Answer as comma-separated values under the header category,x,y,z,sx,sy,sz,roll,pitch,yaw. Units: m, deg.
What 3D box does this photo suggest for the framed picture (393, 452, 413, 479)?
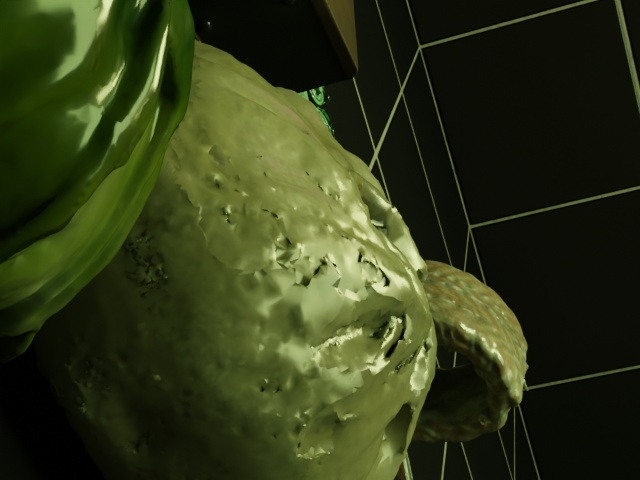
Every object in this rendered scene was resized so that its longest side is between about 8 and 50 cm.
category,x,y,z,sx,sy,sz,roll,pitch,yaw
framed picture,0.099,0.323,1.536,0.216,0.016,0.273,20,58,-74

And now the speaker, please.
category,x,y,z,sx,sy,sz,roll,pitch,yaw
speaker,-0.058,-0.286,1.206,0.192,0.153,0.231,59,22,-49

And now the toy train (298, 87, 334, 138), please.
category,x,y,z,sx,sy,sz,roll,pitch,yaw
toy train,-0.028,-0.125,1.349,0.104,0.071,0.178,10,66,-66

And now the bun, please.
category,x,y,z,sx,sy,sz,roll,pitch,yaw
bun,-0.059,0.019,0.778,0.326,0.234,0.362,46,27,-55

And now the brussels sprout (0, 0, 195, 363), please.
category,x,y,z,sx,sy,sz,roll,pitch,yaw
brussels sprout,-0.170,-0.081,0.426,0.294,0.227,0.259,46,-10,23

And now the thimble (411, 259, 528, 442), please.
category,x,y,z,sx,sy,sz,roll,pitch,yaw
thimble,0.130,0.141,1.410,0.229,0.196,0.148,33,30,-6
